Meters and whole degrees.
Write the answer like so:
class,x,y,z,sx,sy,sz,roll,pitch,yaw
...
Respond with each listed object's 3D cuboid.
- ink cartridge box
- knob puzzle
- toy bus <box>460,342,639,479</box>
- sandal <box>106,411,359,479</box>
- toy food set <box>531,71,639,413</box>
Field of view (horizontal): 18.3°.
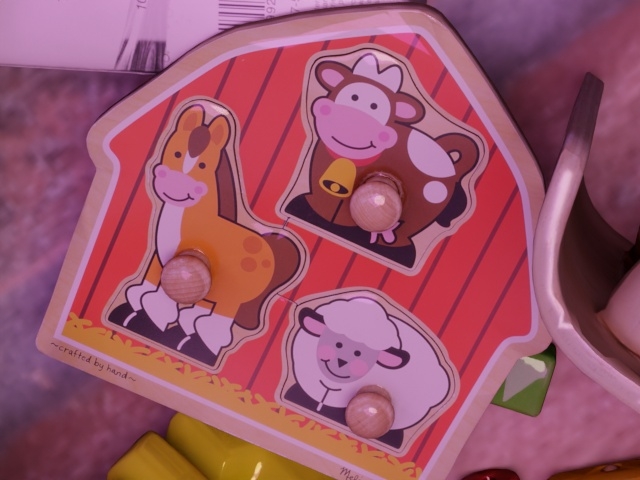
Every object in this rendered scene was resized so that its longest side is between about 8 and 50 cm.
class,x,y,z,sx,sy,sz,roll,pitch,yaw
ink cartridge box,-0.054,-0.136,0.761,0.190,0.082,0.140,4,102,9
knob puzzle,0.000,0.000,0.743,0.213,0.030,0.213,3,115,8
toy bus,0.118,0.142,0.778,0.191,0.104,0.202,32,103,1
sandal,-0.113,0.171,0.745,0.126,0.317,0.138,46,131,31
toy food set,0.209,0.045,0.688,0.306,0.220,0.092,35,104,1
